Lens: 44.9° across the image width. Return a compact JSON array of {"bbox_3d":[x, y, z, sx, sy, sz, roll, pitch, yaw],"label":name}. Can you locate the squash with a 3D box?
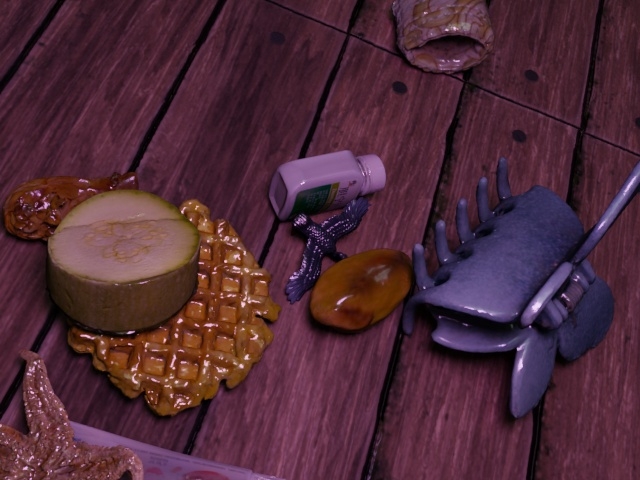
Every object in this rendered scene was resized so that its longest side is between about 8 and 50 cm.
[{"bbox_3d":[-0.271,0.009,1.061,0.220,0.133,0.220,5,53,-6],"label":"squash"}]

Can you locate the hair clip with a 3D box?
[{"bbox_3d":[0.300,0.053,1.188,0.238,0.392,0.318,29,58,31],"label":"hair clip"}]

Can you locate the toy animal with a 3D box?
[{"bbox_3d":[0.000,0.000,1.245,0.108,0.062,0.220,40,73,5],"label":"toy animal"}]

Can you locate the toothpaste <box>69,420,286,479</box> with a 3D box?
[{"bbox_3d":[-0.209,0.313,1.022,0.323,0.066,0.100,12,63,1],"label":"toothpaste"}]

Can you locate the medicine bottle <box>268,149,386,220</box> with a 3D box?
[{"bbox_3d":[0.013,-0.094,1.267,0.183,0.119,0.069,-15,65,-24],"label":"medicine bottle"}]

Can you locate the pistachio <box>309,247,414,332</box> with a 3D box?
[{"bbox_3d":[0.058,0.077,1.204,0.189,0.100,0.110,-32,55,-26],"label":"pistachio"}]

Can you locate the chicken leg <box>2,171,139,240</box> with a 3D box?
[{"bbox_3d":[-0.368,-0.058,1.163,0.208,0.085,0.101,-19,35,-30],"label":"chicken leg"}]

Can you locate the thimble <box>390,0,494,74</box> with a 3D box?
[{"bbox_3d":[0.232,-0.413,1.489,0.191,0.137,0.143,1,62,-3],"label":"thimble"}]

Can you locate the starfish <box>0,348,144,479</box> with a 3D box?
[{"bbox_3d":[-0.381,0.291,0.983,0.299,0.060,0.302,-28,63,-5],"label":"starfish"}]

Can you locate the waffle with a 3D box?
[{"bbox_3d":[-0.222,0.087,1.137,0.302,0.068,0.325,-36,75,-29],"label":"waffle"}]
